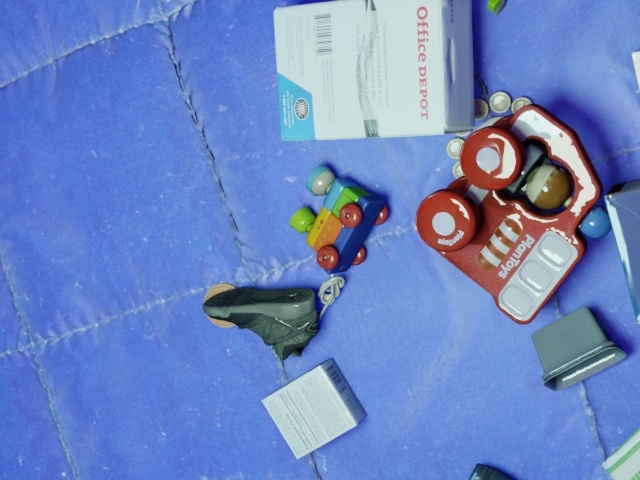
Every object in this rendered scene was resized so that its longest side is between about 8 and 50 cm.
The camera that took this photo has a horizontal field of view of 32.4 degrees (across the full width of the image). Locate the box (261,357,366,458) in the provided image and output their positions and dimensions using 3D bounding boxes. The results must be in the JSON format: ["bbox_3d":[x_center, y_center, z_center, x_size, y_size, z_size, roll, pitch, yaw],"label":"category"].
[{"bbox_3d":[-0.011,0.300,1.975,0.137,0.072,0.126,-33,87,19],"label":"box"}]

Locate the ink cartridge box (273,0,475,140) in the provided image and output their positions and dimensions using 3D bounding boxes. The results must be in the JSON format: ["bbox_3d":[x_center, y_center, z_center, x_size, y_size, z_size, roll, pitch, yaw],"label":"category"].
[{"bbox_3d":[0.088,-0.280,1.803,0.307,0.129,0.223,1,97,32],"label":"ink cartridge box"}]

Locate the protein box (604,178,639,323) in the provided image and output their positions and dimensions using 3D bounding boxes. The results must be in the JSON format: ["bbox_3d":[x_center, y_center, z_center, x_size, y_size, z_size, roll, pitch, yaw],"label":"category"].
[{"bbox_3d":[0.530,0.001,1.685,0.136,0.201,0.200,-14,92,20],"label":"protein box"}]

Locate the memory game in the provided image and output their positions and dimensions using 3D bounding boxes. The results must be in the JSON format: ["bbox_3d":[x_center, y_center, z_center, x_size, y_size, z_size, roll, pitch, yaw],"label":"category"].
[{"bbox_3d":[0.301,-0.156,1.842,0.186,0.012,0.186,3,98,19],"label":"memory game"}]

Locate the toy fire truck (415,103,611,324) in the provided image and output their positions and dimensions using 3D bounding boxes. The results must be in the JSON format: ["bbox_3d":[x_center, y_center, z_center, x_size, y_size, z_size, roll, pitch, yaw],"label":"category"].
[{"bbox_3d":[0.318,-0.048,1.744,0.254,0.169,0.302,39,115,11],"label":"toy fire truck"}]

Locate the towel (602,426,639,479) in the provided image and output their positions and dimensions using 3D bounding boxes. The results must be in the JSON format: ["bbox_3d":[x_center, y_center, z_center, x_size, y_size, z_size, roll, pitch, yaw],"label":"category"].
[{"bbox_3d":[0.653,0.402,1.787,0.325,0.038,0.248,42,109,7],"label":"towel"}]

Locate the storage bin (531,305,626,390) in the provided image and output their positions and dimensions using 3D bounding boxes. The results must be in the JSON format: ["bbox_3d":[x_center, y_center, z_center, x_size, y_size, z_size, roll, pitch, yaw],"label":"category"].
[{"bbox_3d":[0.419,0.175,1.812,0.135,0.098,0.091,-31,59,20],"label":"storage bin"}]

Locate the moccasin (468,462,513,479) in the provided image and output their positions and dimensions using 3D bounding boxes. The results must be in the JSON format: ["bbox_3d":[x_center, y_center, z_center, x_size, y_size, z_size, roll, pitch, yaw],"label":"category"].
[{"bbox_3d":[0.219,0.535,1.915,0.117,0.138,0.342,38,93,15],"label":"moccasin"}]

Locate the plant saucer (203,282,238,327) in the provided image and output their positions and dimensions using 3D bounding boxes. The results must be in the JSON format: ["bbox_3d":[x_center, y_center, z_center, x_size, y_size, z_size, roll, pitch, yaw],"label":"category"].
[{"bbox_3d":[-0.178,0.120,2.038,0.083,0.013,0.083,3,99,19],"label":"plant saucer"}]

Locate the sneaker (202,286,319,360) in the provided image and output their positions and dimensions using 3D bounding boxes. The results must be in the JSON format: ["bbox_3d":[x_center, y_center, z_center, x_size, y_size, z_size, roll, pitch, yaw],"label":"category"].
[{"bbox_3d":[-0.103,0.151,1.969,0.227,0.087,0.130,-1,116,24],"label":"sneaker"}]

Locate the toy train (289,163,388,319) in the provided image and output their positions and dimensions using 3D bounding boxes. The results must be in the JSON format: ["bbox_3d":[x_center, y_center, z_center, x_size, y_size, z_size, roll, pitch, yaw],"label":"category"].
[{"bbox_3d":[0.000,0.000,1.928,0.143,0.105,0.248,40,115,26],"label":"toy train"}]

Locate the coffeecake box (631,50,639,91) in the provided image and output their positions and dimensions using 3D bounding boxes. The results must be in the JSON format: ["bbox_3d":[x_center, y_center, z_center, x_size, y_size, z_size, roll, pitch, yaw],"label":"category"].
[{"bbox_3d":[0.575,-0.218,1.712,0.142,0.068,0.185,-12,93,19],"label":"coffeecake box"}]

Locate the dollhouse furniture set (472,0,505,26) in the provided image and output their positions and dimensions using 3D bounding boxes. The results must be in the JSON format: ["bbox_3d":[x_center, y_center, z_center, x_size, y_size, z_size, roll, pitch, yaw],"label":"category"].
[{"bbox_3d":[0.280,-0.418,1.809,0.076,0.058,0.152,40,88,17],"label":"dollhouse furniture set"}]
